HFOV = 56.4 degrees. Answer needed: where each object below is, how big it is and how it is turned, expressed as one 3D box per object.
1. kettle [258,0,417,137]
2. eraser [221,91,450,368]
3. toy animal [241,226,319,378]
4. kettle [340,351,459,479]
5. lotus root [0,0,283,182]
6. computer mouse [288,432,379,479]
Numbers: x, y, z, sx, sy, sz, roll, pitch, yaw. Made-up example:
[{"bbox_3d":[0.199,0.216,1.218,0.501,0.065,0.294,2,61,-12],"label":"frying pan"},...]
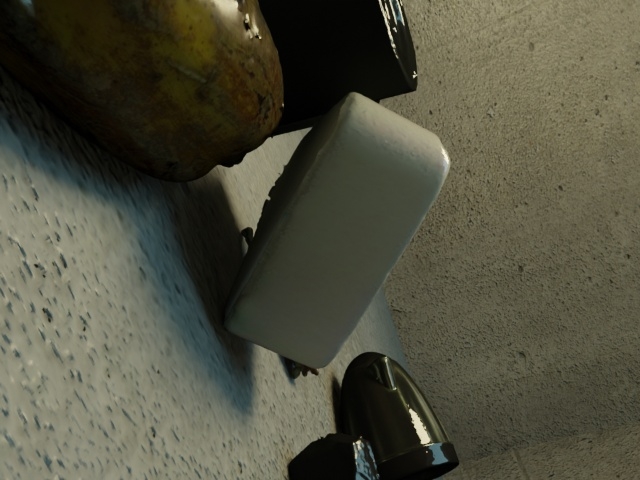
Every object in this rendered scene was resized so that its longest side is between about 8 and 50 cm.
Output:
[{"bbox_3d":[-0.037,-0.257,0.812,0.262,0.308,0.203,-35,110,-69],"label":"kettle"},{"bbox_3d":[0.000,0.000,0.759,0.150,0.331,0.331,28,24,-12],"label":"eraser"},{"bbox_3d":[-0.048,0.083,0.950,0.170,0.089,0.255,-90,158,-49],"label":"toy animal"},{"bbox_3d":[0.139,0.359,1.219,0.251,0.207,0.271,44,22,-58],"label":"kettle"},{"bbox_3d":[-0.142,-0.163,0.507,0.397,0.195,0.179,52,28,-72],"label":"lotus root"},{"bbox_3d":[0.025,0.363,0.785,0.073,0.122,0.217,44,31,-48],"label":"computer mouse"}]
